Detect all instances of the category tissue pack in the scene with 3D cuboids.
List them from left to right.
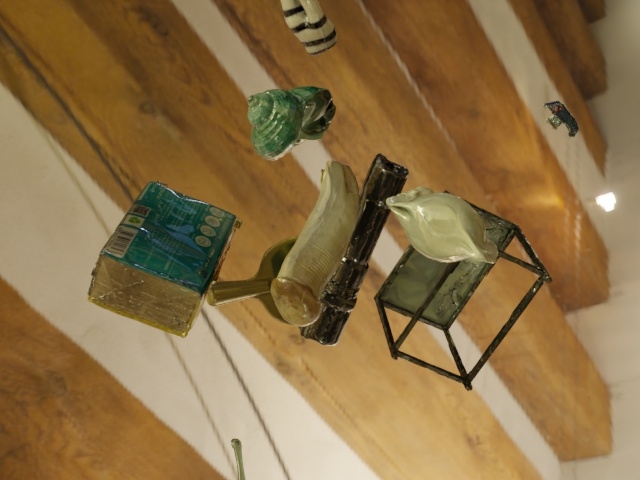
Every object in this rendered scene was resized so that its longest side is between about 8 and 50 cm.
[{"bbox_3d":[-0.273,0.031,1.634,0.192,0.134,0.271,23,-148,-3],"label":"tissue pack"}]

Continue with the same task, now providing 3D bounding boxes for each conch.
[{"bbox_3d":[-0.080,-0.265,1.995,0.196,0.134,0.202,-63,-20,5],"label":"conch"}]

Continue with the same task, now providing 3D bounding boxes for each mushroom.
[{"bbox_3d":[0.000,0.000,1.713,0.123,0.095,0.351,54,-139,-36],"label":"mushroom"}]

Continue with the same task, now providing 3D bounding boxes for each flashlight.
[{"bbox_3d":[0.068,0.024,1.905,0.103,0.424,0.103,20,-160,-8],"label":"flashlight"}]

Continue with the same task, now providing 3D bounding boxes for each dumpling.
[{"bbox_3d":[0.232,-0.031,1.693,0.229,0.124,0.151,37,-148,17],"label":"dumpling"}]

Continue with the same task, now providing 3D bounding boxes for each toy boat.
[{"bbox_3d":[0.364,-0.185,1.410,0.083,0.038,0.038,38,-136,-36],"label":"toy boat"}]

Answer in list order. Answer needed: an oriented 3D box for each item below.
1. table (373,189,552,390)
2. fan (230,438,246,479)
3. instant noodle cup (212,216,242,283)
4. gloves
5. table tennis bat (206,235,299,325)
[{"bbox_3d":[0.316,0.115,2.138,0.222,0.335,0.272,24,-158,-16],"label":"table"},{"bbox_3d":[-0.124,0.440,1.535,0.152,0.008,0.227,14,-122,-42],"label":"fan"},{"bbox_3d":[-0.262,0.008,1.874,0.182,0.182,0.144,24,-105,-50],"label":"instant noodle cup"},{"bbox_3d":[-0.037,-0.545,2.136,0.219,0.131,0.140,56,-142,-23],"label":"gloves"},{"bbox_3d":[-0.096,0.096,2.026,0.320,0.050,0.199,-8,-87,-22],"label":"table tennis bat"}]
